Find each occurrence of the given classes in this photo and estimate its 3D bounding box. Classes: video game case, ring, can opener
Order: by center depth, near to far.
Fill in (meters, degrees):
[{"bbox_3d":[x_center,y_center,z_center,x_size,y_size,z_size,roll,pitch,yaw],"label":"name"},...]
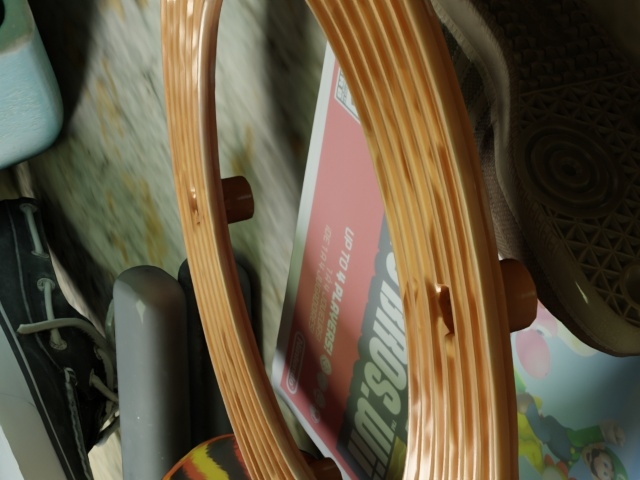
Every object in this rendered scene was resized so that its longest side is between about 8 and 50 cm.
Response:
[{"bbox_3d":[0.000,0.000,0.547,0.336,0.032,0.337,167,90,-71],"label":"ring"},{"bbox_3d":[0.069,0.070,0.557,0.285,0.025,0.204,49,141,40],"label":"video game case"},{"bbox_3d":[-0.083,0.136,0.806,0.095,0.076,0.283,30,126,52],"label":"can opener"}]

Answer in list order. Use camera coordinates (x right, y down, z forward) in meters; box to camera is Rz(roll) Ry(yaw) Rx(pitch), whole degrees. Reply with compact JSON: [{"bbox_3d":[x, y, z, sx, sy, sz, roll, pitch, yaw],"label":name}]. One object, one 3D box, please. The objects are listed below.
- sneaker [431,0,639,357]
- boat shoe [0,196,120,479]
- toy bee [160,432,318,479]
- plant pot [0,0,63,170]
[{"bbox_3d":[0.065,-0.035,0.481,0.071,0.066,0.188,118,141,-51],"label":"sneaker"},{"bbox_3d":[-0.171,0.083,0.914,0.306,0.105,0.113,-125,30,-45],"label":"boat shoe"},{"bbox_3d":[-0.066,0.246,0.674,0.162,0.195,0.298,-20,43,26],"label":"toy bee"},{"bbox_3d":[-0.296,-0.130,0.899,0.252,0.247,0.247,77,170,-73],"label":"plant pot"}]
